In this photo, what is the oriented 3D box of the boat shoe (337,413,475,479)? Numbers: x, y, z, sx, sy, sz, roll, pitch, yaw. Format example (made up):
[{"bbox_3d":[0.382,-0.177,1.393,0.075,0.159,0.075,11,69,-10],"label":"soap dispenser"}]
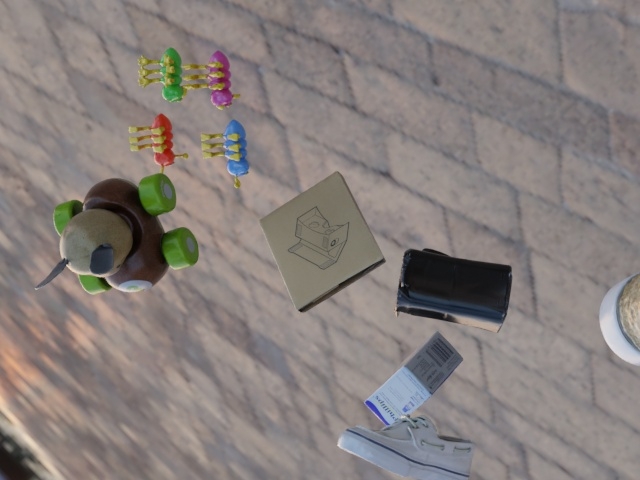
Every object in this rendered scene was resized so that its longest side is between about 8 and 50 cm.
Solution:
[{"bbox_3d":[0.107,0.245,1.408,0.083,0.076,0.226,16,172,42],"label":"boat shoe"}]

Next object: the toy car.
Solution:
[{"bbox_3d":[-0.261,0.017,1.413,0.155,0.188,0.149,-16,106,19],"label":"toy car"}]

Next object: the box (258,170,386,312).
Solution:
[{"bbox_3d":[0.000,0.000,1.903,0.021,0.164,0.201,46,-165,-51],"label":"box"}]

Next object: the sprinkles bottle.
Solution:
[{"bbox_3d":[0.470,0.059,1.397,0.121,0.121,0.355,44,157,1],"label":"sprinkles bottle"}]

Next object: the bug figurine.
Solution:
[{"bbox_3d":[-0.202,-0.202,1.889,0.279,0.072,0.216,11,108,44],"label":"bug figurine"}]

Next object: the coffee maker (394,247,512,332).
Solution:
[{"bbox_3d":[0.213,0.084,1.867,0.178,0.120,0.171,9,-176,5],"label":"coffee maker"}]

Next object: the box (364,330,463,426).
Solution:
[{"bbox_3d":[0.163,0.246,2.036,0.072,0.126,0.137,46,133,5],"label":"box"}]
